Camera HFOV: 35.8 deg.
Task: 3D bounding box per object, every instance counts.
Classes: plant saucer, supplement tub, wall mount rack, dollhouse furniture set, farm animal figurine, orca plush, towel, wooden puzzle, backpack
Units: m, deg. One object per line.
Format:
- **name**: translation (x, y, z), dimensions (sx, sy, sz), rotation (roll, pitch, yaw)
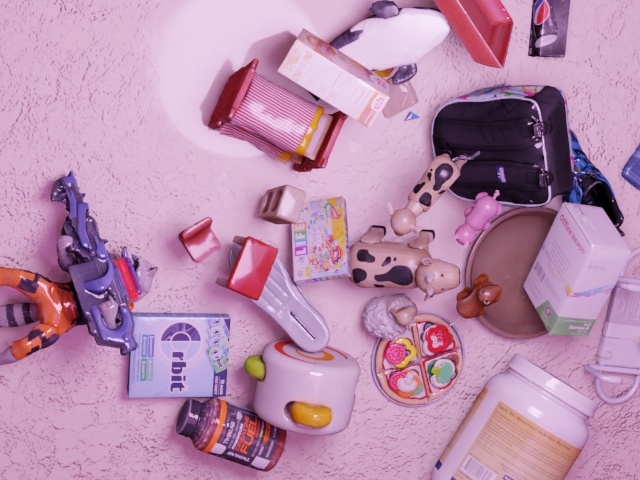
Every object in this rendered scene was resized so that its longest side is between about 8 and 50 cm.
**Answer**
- **plant saucer**: translation (0.419, 0.064, 2.023), dimensions (0.278, 0.041, 0.277), rotation (-3, 101, -16)
- **plant saucer**: translation (0.257, -0.450, 1.801), dimensions (0.048, 0.259, 0.258), rotation (-29, 110, 28)
- **supplement tub**: translation (0.391, 0.408, 1.981), dimensions (0.228, 0.228, 0.316), rotation (32, 91, -18)
- **wall mount rack**: translation (0.723, 0.199, 2.085), dimensions (0.304, 0.130, 0.349), rotation (7, 99, -17)
- **dollhouse furniture set**: translation (-0.122, -0.100, 1.748), dimensions (0.201, 0.152, 0.374), rotation (24, 80, -18)
- **farm animal figurine**: translation (0.179, 0.023, 1.816), dimensions (0.327, 0.172, 0.330), rotation (-13, 105, 27)
- **orca plush**: translation (0.102, -0.351, 1.831), dimensions (0.287, 0.102, 0.151), rotation (-36, 104, 15)
- **towel**: translation (0.677, -0.169, 2.056), dimensions (0.067, 0.029, 0.119), rotation (36, 90, -19)
- **supplement tub**: translation (-0.171, 0.364, 1.883), dimensions (0.198, 0.106, 0.106), rotation (22, 94, -18)
- **wooden puzzle**: translation (0.144, -0.280, 1.898), dimensions (0.079, 0.014, 0.116), rotation (-21, 105, -6)
- **backpack**: translation (0.341, -0.181, 1.853), dimensions (0.191, 0.254, 0.225), rotation (-31, 115, -48)

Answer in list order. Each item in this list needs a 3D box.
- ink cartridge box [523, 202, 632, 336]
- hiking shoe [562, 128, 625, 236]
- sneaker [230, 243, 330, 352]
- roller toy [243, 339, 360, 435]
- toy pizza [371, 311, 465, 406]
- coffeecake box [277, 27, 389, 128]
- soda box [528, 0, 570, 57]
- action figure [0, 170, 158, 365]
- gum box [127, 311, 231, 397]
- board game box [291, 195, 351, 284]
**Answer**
- **ink cartridge box**: translation (0.489, 0.056, 1.901), dimensions (0.093, 0.154, 0.212), rotation (5, 125, -16)
- **hiking shoe**: translation (0.504, -0.143, 1.959), dimensions (0.113, 0.132, 0.304), rotation (-43, 108, -4)
- **sneaker**: translation (-0.080, 0.107, 1.873), dimensions (0.094, 0.091, 0.258), rotation (-37, 86, -1)
- **roller toy**: translation (-0.026, 0.281, 1.859), dimensions (0.191, 0.209, 0.146), rotation (0, 104, -50)
- **toy pizza**: translation (0.202, 0.243, 2.001), dimensions (0.201, 0.032, 0.201), rotation (-3, 101, -15)
- **coffeecake box**: translation (0.027, -0.285, 1.729), dimensions (0.186, 0.142, 0.068), rotation (31, 109, -8)
- **soda box**: translation (0.448, -0.442, 1.929), dimensions (0.060, 0.053, 0.168), rotation (0, 100, -15)
- **action figure**: translation (-0.458, 0.065, 1.753), dimensions (0.330, 0.178, 0.341), rotation (-10, 75, -20)
- **gum box**: translation (-0.266, 0.215, 1.863), dimensions (0.185, 0.041, 0.156), rotation (1, 100, -15)
- **board game box**: translation (0.000, 0.000, 1.839), dimensions (0.104, 0.026, 0.154), rotation (-10, 67, 16)
